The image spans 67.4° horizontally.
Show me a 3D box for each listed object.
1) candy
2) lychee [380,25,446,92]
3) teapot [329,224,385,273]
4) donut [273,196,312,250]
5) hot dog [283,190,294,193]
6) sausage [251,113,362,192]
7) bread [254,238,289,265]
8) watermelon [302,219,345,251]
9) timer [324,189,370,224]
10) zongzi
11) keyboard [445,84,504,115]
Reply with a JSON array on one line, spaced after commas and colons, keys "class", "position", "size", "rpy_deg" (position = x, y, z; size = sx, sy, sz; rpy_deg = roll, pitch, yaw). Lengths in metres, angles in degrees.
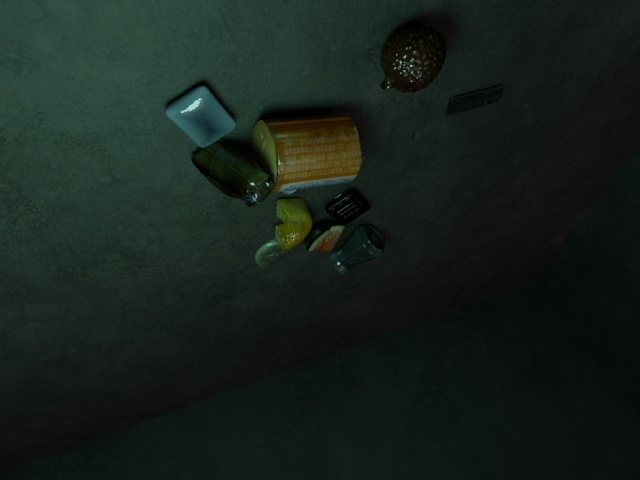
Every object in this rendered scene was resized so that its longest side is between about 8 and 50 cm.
[{"class": "candy", "position": [-0.338, -0.350, 1.369], "size": [0.138, 0.071, 0.174], "rpy_deg": [-30, 146, 8]}, {"class": "lychee", "position": [0.265, -0.530, 1.422], "size": [0.238, 0.200, 0.200], "rpy_deg": [-40, 148, -5]}, {"class": "teapot", "position": [0.171, 0.041, 2.208], "size": [0.225, 0.171, 0.203], "rpy_deg": [-37, 177, 28]}, {"class": "donut", "position": [-0.100, -0.076, 1.908], "size": [0.152, 0.101, 0.259], "rpy_deg": [-19, 144, -20]}, {"class": "hot dog", "position": [-0.138, -0.232, 1.693], "size": [0.099, 0.053, 0.192], "rpy_deg": [-34, 144, 10]}, {"class": "sausage", "position": [-0.046, -0.278, 1.522], "size": [0.287, 0.233, 0.233], "rpy_deg": [-11, 145, -23]}, {"class": "bread", "position": [-0.206, 0.043, 2.048], "size": [0.193, 0.036, 0.112], "rpy_deg": [-32, 146, 10]}, {"class": "watermelon", "position": [-0.009, -0.019, 1.976], "size": [0.145, 0.137, 0.193], "rpy_deg": [2, 165, -43]}, {"class": "timer", "position": [0.112, -0.141, 1.993], "size": [0.144, 0.055, 0.187], "rpy_deg": [-33, 151, 15]}, {"class": "zongzi", "position": [-0.232, -0.167, 1.525], "size": [0.138, 0.286, 0.300], "rpy_deg": [-49, 150, -11]}, {"class": "keyboard", "position": [0.577, -0.524, 1.792], "size": [0.230, 0.025, 0.093], "rpy_deg": [-18, 149, -13]}]
